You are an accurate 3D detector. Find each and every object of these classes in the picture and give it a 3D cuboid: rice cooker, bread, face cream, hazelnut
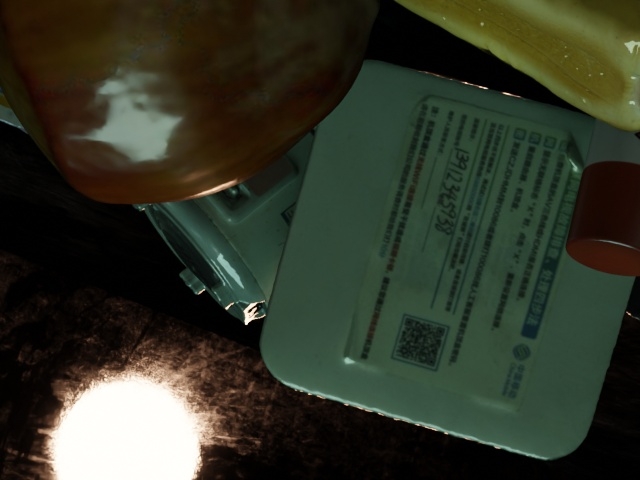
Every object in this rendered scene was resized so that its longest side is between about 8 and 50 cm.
[{"bbox_3d":[-0.069,-0.060,1.492,0.317,0.316,0.264,15,159,7],"label":"rice cooker"},{"bbox_3d":[0.170,-0.209,0.960,0.305,0.091,0.142,36,157,25],"label":"bread"},{"bbox_3d":[0.317,-0.079,1.159,0.096,0.214,0.096,16,162,5],"label":"face cream"},{"bbox_3d":[-0.135,-0.199,1.088,0.366,0.365,0.366,16,163,5],"label":"hazelnut"}]

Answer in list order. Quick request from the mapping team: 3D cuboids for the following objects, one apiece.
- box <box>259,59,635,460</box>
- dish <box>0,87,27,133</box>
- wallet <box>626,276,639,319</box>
[{"bbox_3d":[0.161,0.020,1.324,0.397,0.395,0.111,16,-174,5],"label":"box"},{"bbox_3d":[-0.432,-0.230,1.647,0.228,0.086,0.236,8,161,33],"label":"dish"},{"bbox_3d":[0.535,0.059,1.384,0.323,0.247,0.041,20,137,5],"label":"wallet"}]
